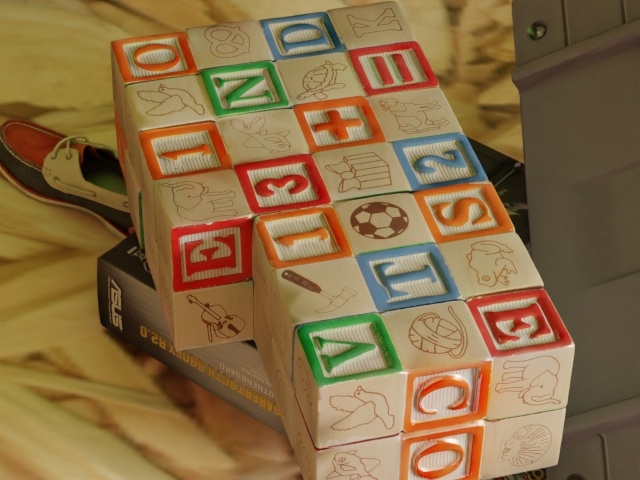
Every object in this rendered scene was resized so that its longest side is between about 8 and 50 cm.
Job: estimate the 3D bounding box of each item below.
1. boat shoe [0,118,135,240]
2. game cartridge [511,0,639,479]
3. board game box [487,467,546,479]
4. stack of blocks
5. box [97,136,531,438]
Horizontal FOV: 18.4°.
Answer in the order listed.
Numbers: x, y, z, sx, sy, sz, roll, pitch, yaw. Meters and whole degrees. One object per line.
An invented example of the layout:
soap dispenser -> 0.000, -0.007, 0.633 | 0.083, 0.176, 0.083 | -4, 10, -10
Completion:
boat shoe -> -0.138, -0.040, 1.183 | 0.137, 0.043, 0.049 | 30, 51, 15
game cartridge -> 0.216, -0.021, 1.038 | 0.068, 0.230, 0.355 | 32, 46, -42
board game box -> 0.205, 0.168, 1.072 | 0.193, 0.053, 0.305 | -31, 62, -32
stack of blocks -> 0.000, 0.000, 1.043 | 0.171, 0.087, 0.297 | -10, 42, -12
box -> 0.014, 0.011, 1.142 | 0.183, 0.056, 0.231 | 28, 47, 27
